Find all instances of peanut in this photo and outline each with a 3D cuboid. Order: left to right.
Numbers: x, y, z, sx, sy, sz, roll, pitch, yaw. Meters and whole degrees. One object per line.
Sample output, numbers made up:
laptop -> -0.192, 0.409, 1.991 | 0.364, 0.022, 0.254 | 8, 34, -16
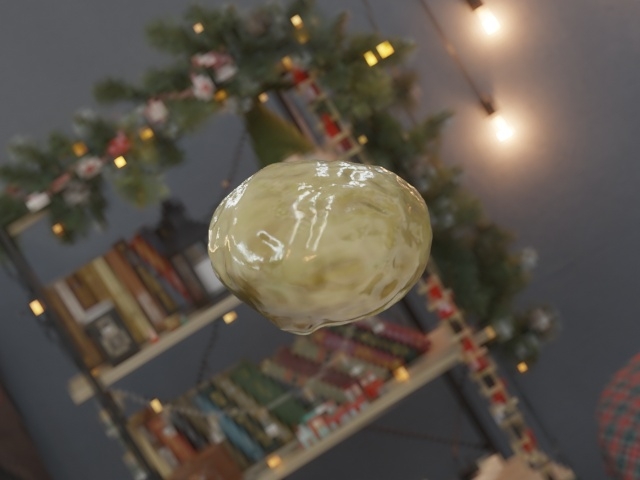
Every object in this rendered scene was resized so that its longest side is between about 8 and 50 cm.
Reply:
peanut -> 0.000, 0.000, 1.006 | 0.141, 0.109, 0.159 | 12, 9, -2
